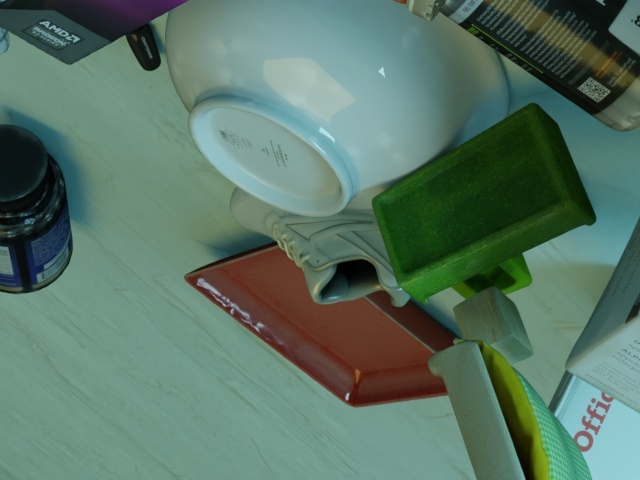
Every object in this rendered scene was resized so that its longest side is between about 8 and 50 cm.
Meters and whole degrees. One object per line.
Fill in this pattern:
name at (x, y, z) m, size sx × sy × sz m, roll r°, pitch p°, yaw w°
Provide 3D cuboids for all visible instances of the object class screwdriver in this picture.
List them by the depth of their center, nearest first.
screwdriver at (-0.168, -0.211, 1.435) m, size 0.025 × 0.024 × 0.170 m, roll -6°, pitch 140°, yaw 6°

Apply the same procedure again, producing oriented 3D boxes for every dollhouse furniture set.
dollhouse furniture set at (0.181, 0.086, 1.250) m, size 0.151 × 0.301 × 0.197 m, roll -28°, pitch 147°, yaw 18°

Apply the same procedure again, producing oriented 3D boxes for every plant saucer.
plant saucer at (0.015, 0.079, 1.751) m, size 0.258 × 0.047 × 0.259 m, roll 39°, pitch 155°, yaw -19°

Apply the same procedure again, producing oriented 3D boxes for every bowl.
bowl at (-0.011, -0.113, 1.308) m, size 0.298 × 0.134 × 0.298 m, roll 24°, pitch 154°, yaw 12°

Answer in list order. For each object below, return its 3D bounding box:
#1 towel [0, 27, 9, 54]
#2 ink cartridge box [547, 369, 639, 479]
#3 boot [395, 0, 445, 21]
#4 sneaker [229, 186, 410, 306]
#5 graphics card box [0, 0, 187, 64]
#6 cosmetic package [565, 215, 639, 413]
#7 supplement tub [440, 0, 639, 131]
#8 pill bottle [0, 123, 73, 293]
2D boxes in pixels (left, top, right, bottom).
towel at (-0.448, -0.259, 1.522) m, size 0.284 × 0.121 × 0.235 m, roll 18°, pitch 153°, yaw 24°
ink cartridge box at (0.329, 0.181, 1.417) m, size 0.273 × 0.197 × 0.114 m, roll 29°, pitch 156°, yaw 3°
boot at (0.049, -0.205, 0.947) m, size 0.085 × 0.059 × 0.158 m, roll 28°, pitch 135°, yaw 11°
sneaker at (0.000, 0.000, 1.529) m, size 0.232 × 0.115 × 0.090 m, roll 13°, pitch 151°, yaw 33°
graphics card box at (-0.128, -0.255, 1.038) m, size 0.371 × 0.094 × 0.233 m, roll -19°, pitch 144°, yaw 40°
cosmetic package at (0.321, -0.016, 1.031) m, size 0.156 × 0.217 × 0.385 m, roll 30°, pitch 154°, yaw -1°
supplement tub at (0.151, -0.164, 1.048) m, size 0.190 × 0.117 × 0.117 m, roll 33°, pitch 156°, yaw -8°
pill bottle at (-0.340, -0.035, 1.830) m, size 0.123 × 0.122 × 0.219 m, roll 27°, pitch 155°, yaw 7°
